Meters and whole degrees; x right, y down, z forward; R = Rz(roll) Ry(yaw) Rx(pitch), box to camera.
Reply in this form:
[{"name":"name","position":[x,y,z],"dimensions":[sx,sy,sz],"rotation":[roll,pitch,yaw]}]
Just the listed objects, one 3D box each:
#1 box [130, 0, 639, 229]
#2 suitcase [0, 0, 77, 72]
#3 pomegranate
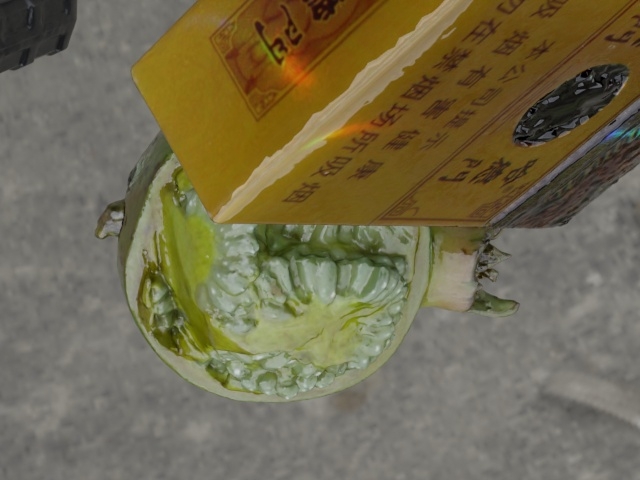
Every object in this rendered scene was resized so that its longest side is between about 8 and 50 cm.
[{"name":"box","position":[0.120,-0.124,1.005],"dimensions":[0.264,0.116,0.415],"rotation":[-42,157,26]},{"name":"suitcase","position":[-0.349,-0.195,1.250],"dimensions":[0.285,0.206,0.066],"rotation":[22,116,15]},{"name":"pomegranate","position":[0.000,0.000,1.299],"dimensions":[0.341,0.260,0.260],"rotation":[8,134,-16]}]
